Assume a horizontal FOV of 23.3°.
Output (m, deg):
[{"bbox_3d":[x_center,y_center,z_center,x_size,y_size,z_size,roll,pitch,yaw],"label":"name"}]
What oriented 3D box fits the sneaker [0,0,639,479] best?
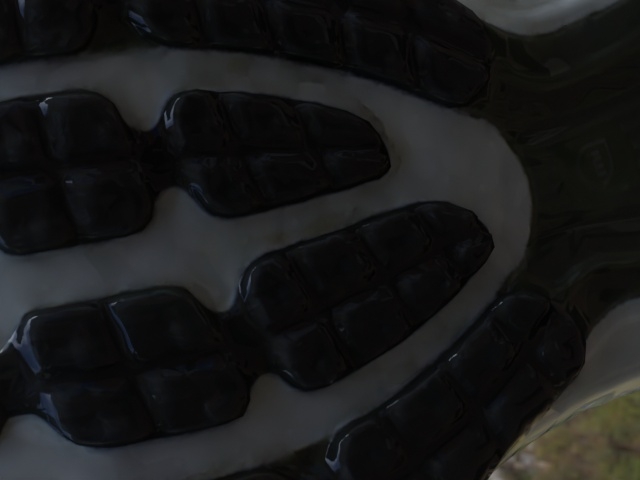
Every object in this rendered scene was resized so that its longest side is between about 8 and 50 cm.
[{"bbox_3d":[0.000,0.000,0.428,0.182,0.410,0.158,-16,83,62],"label":"sneaker"}]
